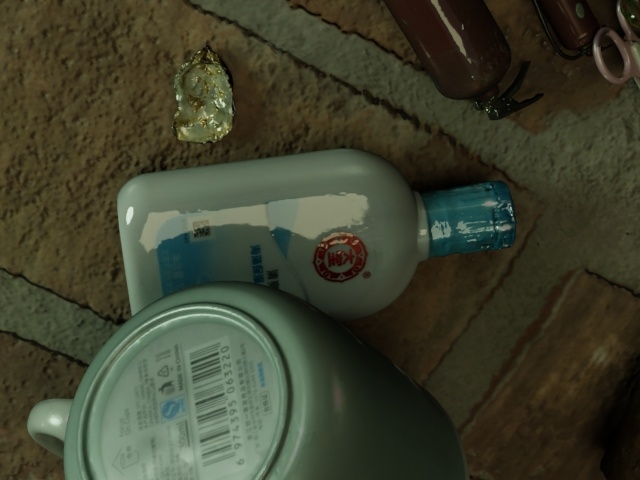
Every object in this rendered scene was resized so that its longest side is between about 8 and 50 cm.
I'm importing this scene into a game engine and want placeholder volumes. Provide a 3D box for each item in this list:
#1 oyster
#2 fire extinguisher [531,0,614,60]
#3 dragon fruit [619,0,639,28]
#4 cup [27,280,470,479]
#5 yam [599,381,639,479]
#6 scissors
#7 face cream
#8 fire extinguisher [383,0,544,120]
[{"bbox_3d":[-0.097,-0.122,1.072,0.054,0.019,0.083,0,115,-10],"label":"oyster"},{"bbox_3d":[0.203,-0.203,1.086,0.056,0.039,0.132,-43,116,-17],"label":"fire extinguisher"},{"bbox_3d":[0.318,-0.226,1.028,0.189,0.182,0.182,2,113,-21],"label":"dragon fruit"},{"bbox_3d":[-0.088,0.176,1.049,0.357,0.259,0.274,3,157,28],"label":"cup"},{"bbox_3d":[0.370,0.132,1.220,0.131,0.131,0.279,19,109,-18],"label":"yam"},{"bbox_3d":[0.294,-0.137,1.136,0.176,0.022,0.085,48,63,-32],"label":"scissors"},{"bbox_3d":[0.000,0.000,1.109,0.337,0.080,0.163,-7,118,-8],"label":"face cream"},{"bbox_3d":[0.099,-0.200,1.054,0.089,0.072,0.267,-48,118,-25],"label":"fire extinguisher"}]
